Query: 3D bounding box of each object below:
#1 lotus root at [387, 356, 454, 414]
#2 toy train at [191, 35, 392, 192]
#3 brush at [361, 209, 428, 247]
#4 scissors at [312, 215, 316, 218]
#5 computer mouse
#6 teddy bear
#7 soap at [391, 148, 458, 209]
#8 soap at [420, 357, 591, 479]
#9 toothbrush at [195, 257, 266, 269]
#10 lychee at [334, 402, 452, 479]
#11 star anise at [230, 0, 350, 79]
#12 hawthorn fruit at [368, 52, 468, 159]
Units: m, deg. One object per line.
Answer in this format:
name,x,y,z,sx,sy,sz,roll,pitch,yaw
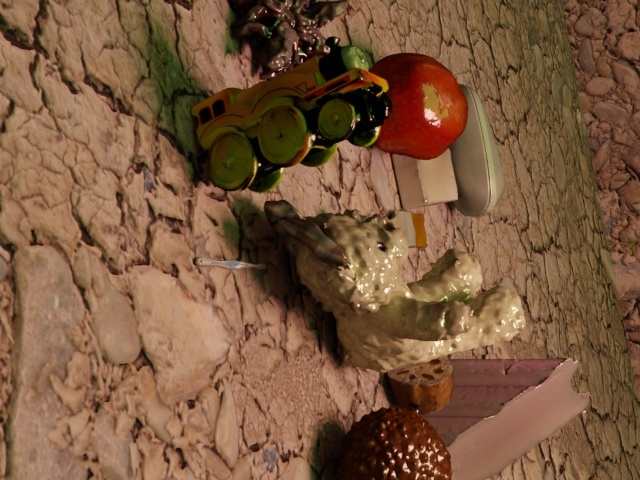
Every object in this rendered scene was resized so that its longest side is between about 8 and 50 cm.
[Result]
lotus root,0.187,0.257,1.840,0.122,0.112,0.081,-45,125,-58
toy train,-0.042,-0.170,1.416,0.100,0.296,0.160,8,65,-59
brush,0.122,-0.023,1.931,0.336,0.020,0.085,4,76,-60
scissors,0.000,0.000,1.715,0.036,0.006,0.083,-3,82,-59
computer mouse,0.303,-0.188,2.206,0.097,0.159,0.288,-19,93,-24
teddy bear,0.124,0.029,1.623,0.327,0.375,0.362,48,-24,49
soap,0.217,-0.131,2.098,0.183,0.064,0.121,-10,88,-61
soap,0.328,0.350,1.880,0.258,0.302,0.159,-68,144,-46
toothbrush,-0.126,0.034,1.464,0.162,0.017,0.014,9,70,-60
lychee,0.116,0.358,1.600,0.200,0.200,0.238,57,47,-33
star anise,-0.059,-0.352,1.642,0.212,0.129,0.282,-18,91,-45
hawthorn fruit,0.159,-0.254,1.915,0.253,0.205,0.205,4,76,-55
